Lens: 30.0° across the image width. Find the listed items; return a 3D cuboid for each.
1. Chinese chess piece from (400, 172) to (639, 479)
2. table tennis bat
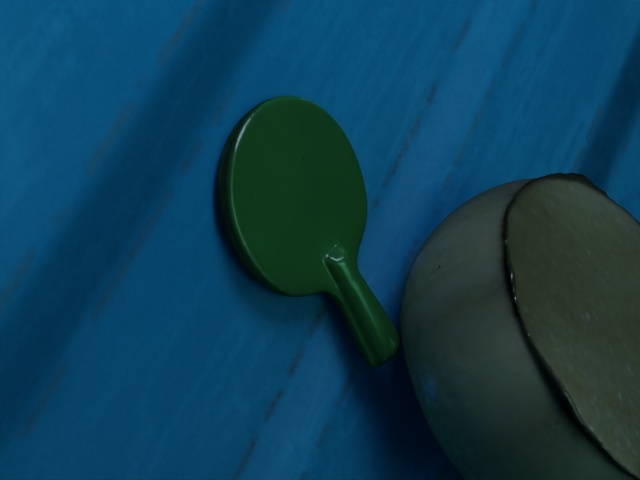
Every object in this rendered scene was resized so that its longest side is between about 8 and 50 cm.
[{"bbox_3d":[0.228,0.103,1.086,0.338,0.140,0.338,28,45,-32],"label":"Chinese chess piece"},{"bbox_3d":[0.000,0.000,1.008,0.160,0.039,0.257,-47,117,-36],"label":"table tennis bat"}]
